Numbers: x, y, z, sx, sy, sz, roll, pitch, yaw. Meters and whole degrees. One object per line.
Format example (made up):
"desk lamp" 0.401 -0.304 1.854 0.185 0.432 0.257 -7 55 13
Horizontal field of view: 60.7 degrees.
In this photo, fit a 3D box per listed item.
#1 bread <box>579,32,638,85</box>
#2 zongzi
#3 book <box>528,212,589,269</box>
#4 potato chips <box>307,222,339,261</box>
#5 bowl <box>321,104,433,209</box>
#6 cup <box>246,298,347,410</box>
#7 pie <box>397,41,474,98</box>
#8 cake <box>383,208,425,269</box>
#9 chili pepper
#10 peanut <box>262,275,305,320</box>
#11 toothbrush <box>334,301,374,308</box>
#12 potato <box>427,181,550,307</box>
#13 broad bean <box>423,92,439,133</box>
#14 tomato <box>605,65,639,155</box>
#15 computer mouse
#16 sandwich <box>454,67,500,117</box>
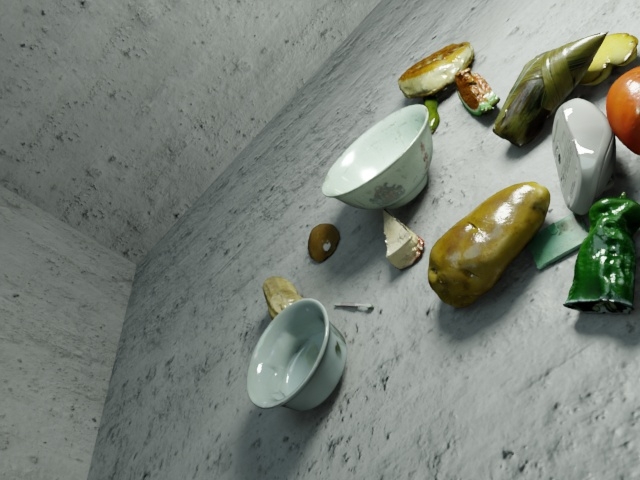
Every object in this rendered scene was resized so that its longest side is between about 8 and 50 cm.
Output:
"bread" 0.764 -0.468 1.444 0.149 0.065 0.188 -58 19 8
"zongzi" 0.611 -0.405 1.455 0.286 0.138 0.300 -58 7 -7
"book" 0.556 -0.003 1.279 0.135 0.017 0.103 -36 33 29
"potato chips" 0.000 0.000 2.082 0.150 0.049 0.202 -50 34 17
"bowl" 0.227 -0.231 1.813 0.435 0.196 0.435 -36 23 18
"cup" -0.048 0.361 1.624 0.347 0.163 0.347 -37 33 29
"pie" 0.439 -0.651 2.064 0.315 0.092 0.315 -30 24 15
"cake" 0.258 -0.028 1.681 0.116 0.086 0.220 -32 35 35
"chili pepper" 0.594 0.017 1.123 0.136 0.099 0.270 132 159 -71
"peanut" -0.123 0.224 1.915 0.149 0.149 0.313 -49 28 7
"toothbrush" 0.104 0.204 1.726 0.194 0.017 0.014 -5 55 55
"potato" 0.409 0.001 1.351 0.369 0.176 0.195 -48 -13 11
"broad bean" 0.410 -0.489 2.015 0.052 0.053 0.256 0 48 5
"tomato" 0.719 -0.266 1.129 0.259 0.180 0.260 -3 28 2
"computer mouse" 0.618 -0.196 1.261 0.121 0.184 0.297 -1 45 7
"sandwich" 0.506 -0.489 1.782 0.079 0.159 0.235 -26 11 7
